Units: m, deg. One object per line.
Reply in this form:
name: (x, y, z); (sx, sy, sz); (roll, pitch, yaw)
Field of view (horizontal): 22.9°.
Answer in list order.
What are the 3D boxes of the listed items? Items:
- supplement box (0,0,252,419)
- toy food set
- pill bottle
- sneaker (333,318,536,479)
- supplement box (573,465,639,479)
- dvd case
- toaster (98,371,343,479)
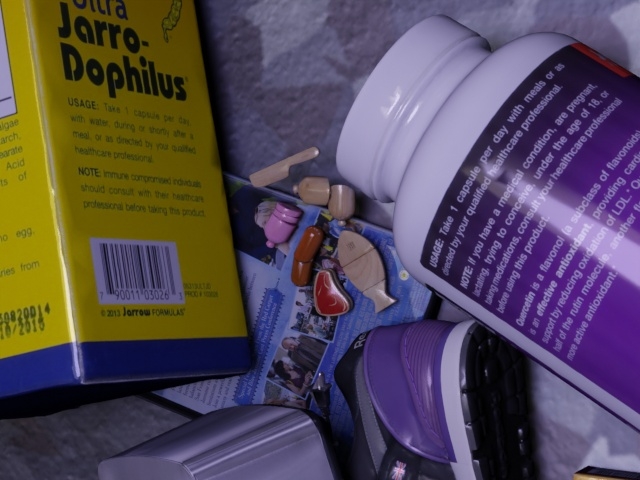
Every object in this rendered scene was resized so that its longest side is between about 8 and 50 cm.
supplement box: (-0.202, -0.063, 1.089); (0.194, 0.195, 0.356); (-14, 81, 29)
toy food set: (0.000, 0.000, 1.095); (0.078, 0.019, 0.122); (-23, 89, 22)
pill bottle: (0.173, -0.006, 0.957); (0.323, 0.181, 0.181); (35, 103, 19)
sneaker: (0.075, 0.193, 1.048); (0.124, 0.107, 0.283); (-5, 89, 33)
supplement box: (0.192, 0.192, 1.024); (0.055, 0.043, 0.083); (5, 91, 23)
dvd case: (-0.045, 0.053, 1.136); (0.253, 0.022, 0.180); (20, 98, 21)
toaster: (-0.052, 0.193, 1.045); (0.168, 0.110, 0.185); (-11, 97, 59)
